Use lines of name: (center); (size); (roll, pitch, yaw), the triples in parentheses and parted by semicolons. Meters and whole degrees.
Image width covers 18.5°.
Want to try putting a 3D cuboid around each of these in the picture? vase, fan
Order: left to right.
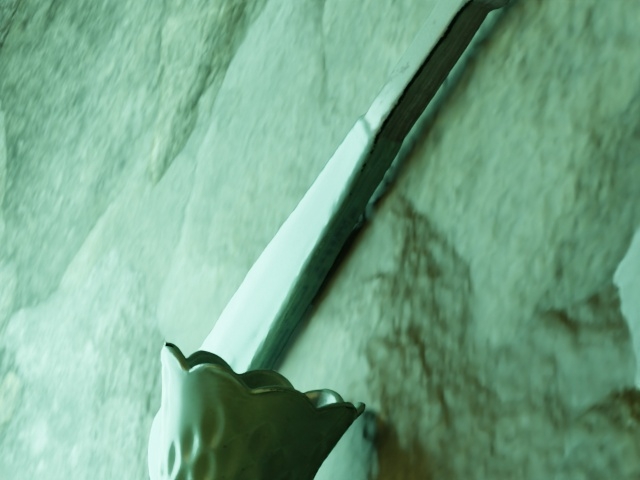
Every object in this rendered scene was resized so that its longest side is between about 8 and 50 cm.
vase: (-0.042, 0.120, 0.724); (0.081, 0.081, 0.149); (13, 87, 64)
fan: (0.000, 0.000, 0.794); (0.282, 0.023, 0.057); (-56, 27, 27)
